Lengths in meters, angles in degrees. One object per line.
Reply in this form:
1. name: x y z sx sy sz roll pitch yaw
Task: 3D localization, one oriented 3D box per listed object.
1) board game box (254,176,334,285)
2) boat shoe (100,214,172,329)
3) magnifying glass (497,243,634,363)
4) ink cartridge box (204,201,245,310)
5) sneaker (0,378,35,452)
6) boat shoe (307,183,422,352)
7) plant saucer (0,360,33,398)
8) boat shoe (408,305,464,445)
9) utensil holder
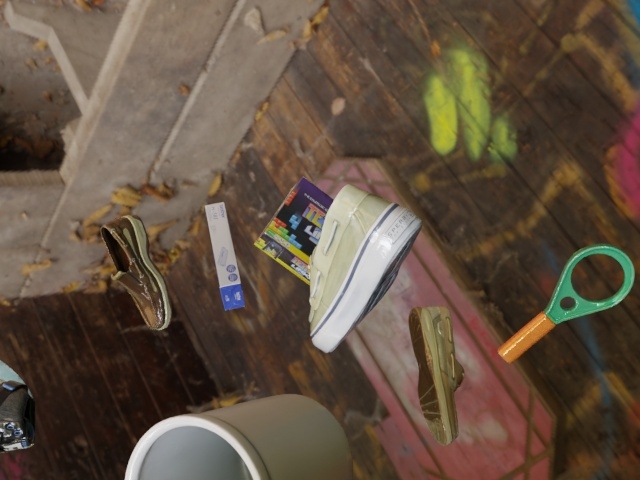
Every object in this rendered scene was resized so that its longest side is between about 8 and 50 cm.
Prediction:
1. board game box: 0.000 0.000 1.185 0.048 0.170 0.141 -43 -167 53
2. boat shoe: -0.401 0.075 1.557 0.095 0.257 0.095 -15 169 -46
3. magnifying glass: 0.351 0.096 1.063 0.231 0.092 0.026 -46 -179 21
4. ink cartridge box: -0.199 0.031 1.524 0.046 0.207 0.097 -12 147 -8
5. sneaker: -0.429 0.267 0.912 0.121 0.216 0.079 8 145 4
6. boat shoe: 0.034 0.036 0.881 0.109 0.094 0.302 -42 166 -34
7. plant saucer: -0.564 0.242 1.193 0.195 0.195 0.037 -56 -174 43
8. boat shoe: 0.269 0.290 1.605 0.098 0.302 0.109 -4 162 -16
9. utensil holder: -0.147 0.489 1.507 0.328 0.327 0.385 -42 160 21
